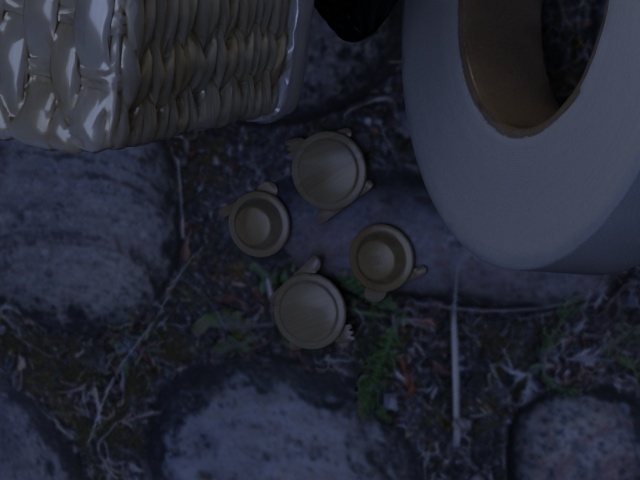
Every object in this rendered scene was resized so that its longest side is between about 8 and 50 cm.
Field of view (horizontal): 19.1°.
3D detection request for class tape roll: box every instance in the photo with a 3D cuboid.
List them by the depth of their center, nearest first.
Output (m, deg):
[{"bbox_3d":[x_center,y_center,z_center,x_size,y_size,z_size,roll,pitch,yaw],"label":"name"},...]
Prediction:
[{"bbox_3d":[0.170,-0.170,1.280,0.072,0.392,0.392,4,105,-24],"label":"tape roll"}]

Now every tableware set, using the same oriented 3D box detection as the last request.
[{"bbox_3d":[0.000,0.000,1.544,0.141,0.020,0.168,-31,86,22],"label":"tableware set"}]

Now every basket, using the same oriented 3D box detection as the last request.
[{"bbox_3d":[-0.185,-0.228,1.059,0.328,0.266,0.331,10,105,18],"label":"basket"}]

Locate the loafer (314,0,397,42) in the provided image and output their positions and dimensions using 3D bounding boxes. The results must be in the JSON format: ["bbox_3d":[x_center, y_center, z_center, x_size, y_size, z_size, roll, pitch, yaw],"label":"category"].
[{"bbox_3d":[0.043,-0.209,1.407,0.078,0.223,0.076,-37,85,-16],"label":"loafer"}]
